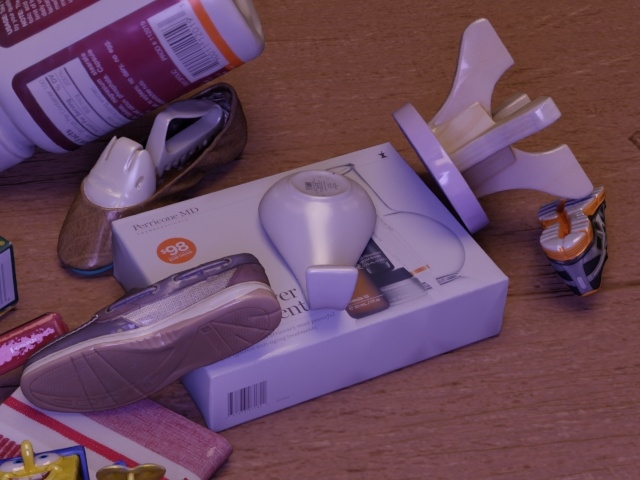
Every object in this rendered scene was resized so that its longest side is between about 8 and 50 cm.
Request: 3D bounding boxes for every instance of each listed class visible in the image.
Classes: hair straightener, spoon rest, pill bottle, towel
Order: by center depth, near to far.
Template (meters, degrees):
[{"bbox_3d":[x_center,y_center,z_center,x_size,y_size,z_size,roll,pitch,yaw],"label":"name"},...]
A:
[{"bbox_3d":[-0.274,0.270,1.651,0.237,0.037,0.329,24,47,19],"label":"towel"},{"bbox_3d":[-0.381,0.145,1.766,0.230,0.047,0.089,-31,6,-11],"label":"hair straightener"},{"bbox_3d":[0.000,0.000,1.818,0.137,0.084,0.276,2,28,-4],"label":"spoon rest"},{"bbox_3d":[-0.287,-0.244,2.003,0.392,0.224,0.224,-25,42,8],"label":"pill bottle"}]

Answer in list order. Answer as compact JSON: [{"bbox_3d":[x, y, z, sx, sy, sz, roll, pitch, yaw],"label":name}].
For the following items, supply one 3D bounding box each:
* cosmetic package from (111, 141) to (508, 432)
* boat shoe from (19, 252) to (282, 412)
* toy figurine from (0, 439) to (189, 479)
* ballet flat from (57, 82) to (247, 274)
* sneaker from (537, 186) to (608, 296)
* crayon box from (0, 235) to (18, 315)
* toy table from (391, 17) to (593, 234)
[{"bbox_3d":[-0.016,0.042,1.886,0.377,0.097,0.284,-17,43,-22],"label":"cosmetic package"},{"bbox_3d":[-0.181,0.095,1.705,0.285,0.103,0.092,-23,45,7],"label":"boat shoe"},{"bbox_3d":[-0.295,0.285,1.548,0.363,0.191,0.217,-11,16,-7],"label":"toy figurine"},{"bbox_3d":[-0.205,-0.095,2.005,0.116,0.124,0.342,29,47,24],"label":"ballet flat"},{"bbox_3d":[0.313,-0.002,1.977,0.084,0.083,0.215,-20,16,23],"label":"sneaker"},{"bbox_3d":[-0.581,0.056,1.816,0.313,0.106,0.363,30,48,27],"label":"crayon box"},{"bbox_3d":[0.200,-0.121,1.959,0.161,0.252,0.274,-33,19,3],"label":"toy table"}]
